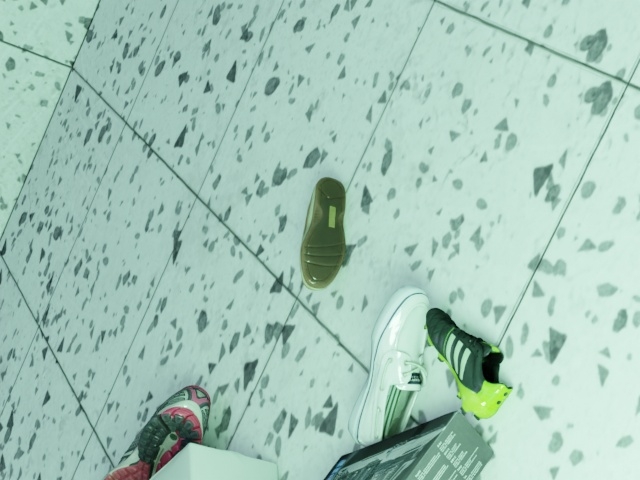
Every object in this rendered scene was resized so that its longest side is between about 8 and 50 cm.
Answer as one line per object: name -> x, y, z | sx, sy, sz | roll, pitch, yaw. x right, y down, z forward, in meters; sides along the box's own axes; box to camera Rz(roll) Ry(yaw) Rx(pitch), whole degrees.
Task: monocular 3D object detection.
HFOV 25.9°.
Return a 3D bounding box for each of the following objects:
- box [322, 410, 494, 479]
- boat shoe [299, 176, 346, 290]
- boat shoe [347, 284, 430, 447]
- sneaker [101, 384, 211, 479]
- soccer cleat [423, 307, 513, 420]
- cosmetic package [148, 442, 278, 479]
box -> 0.039, 0.350, 1.633 | 0.242, 0.076, 0.307 | -32, 11, 49
boat shoe -> 0.000, 0.000, 2.094 | 0.072, 0.068, 0.190 | 131, 156, -54
boat shoe -> 0.107, 0.173, 1.801 | 0.076, 0.083, 0.226 | 33, 114, 48
sneaker -> -0.262, 0.362, 2.286 | 0.299, 0.121, 0.112 | -51, 5, 33
soccer cleat -> 0.183, 0.140, 1.704 | 0.072, 0.060, 0.179 | -46, 43, 21
cosmetic package -> -0.157, 0.418, 2.012 | 0.151, 0.151, 0.183 | -45, 37, 39
